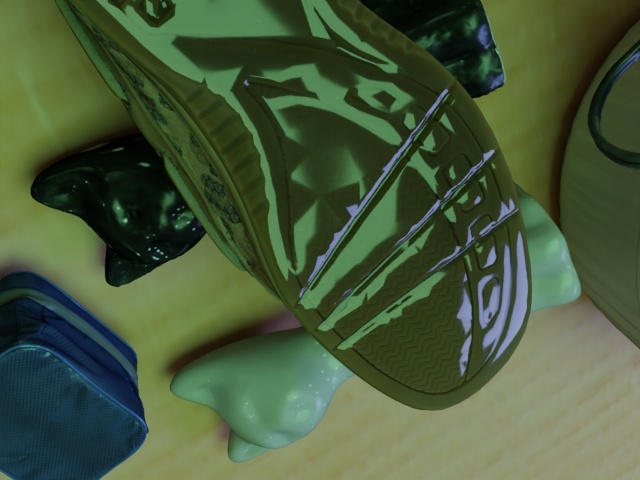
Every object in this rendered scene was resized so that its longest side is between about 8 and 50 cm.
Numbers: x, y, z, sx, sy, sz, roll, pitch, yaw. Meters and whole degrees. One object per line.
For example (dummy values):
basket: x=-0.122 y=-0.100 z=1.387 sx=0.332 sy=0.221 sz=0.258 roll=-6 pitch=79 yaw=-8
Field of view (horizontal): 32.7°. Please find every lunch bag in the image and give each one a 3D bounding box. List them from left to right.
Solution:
lunch bag: x=-0.131 y=0.062 z=0.499 sx=0.067 sy=0.065 sz=0.098 roll=-36 pitch=125 yaw=9

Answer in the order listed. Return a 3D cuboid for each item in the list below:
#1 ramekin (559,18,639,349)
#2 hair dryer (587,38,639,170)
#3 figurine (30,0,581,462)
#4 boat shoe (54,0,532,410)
ramekin: x=0.260 y=-0.034 z=0.624 sx=0.273 sy=0.127 sz=0.272 roll=-11 pitch=116 yaw=-24
hair dryer: x=0.214 y=-0.161 z=0.515 sx=0.294 sy=0.223 sz=0.080 roll=-28 pitch=164 yaw=-5
figurine: x=0.000 y=0.000 z=0.537 sx=0.209 sy=0.092 sz=0.215 roll=-29 pitch=122 yaw=-4
boat shoe: x=-0.016 y=-0.053 z=0.423 sx=0.104 sy=0.089 sz=0.285 roll=-40 pitch=113 yaw=-11
